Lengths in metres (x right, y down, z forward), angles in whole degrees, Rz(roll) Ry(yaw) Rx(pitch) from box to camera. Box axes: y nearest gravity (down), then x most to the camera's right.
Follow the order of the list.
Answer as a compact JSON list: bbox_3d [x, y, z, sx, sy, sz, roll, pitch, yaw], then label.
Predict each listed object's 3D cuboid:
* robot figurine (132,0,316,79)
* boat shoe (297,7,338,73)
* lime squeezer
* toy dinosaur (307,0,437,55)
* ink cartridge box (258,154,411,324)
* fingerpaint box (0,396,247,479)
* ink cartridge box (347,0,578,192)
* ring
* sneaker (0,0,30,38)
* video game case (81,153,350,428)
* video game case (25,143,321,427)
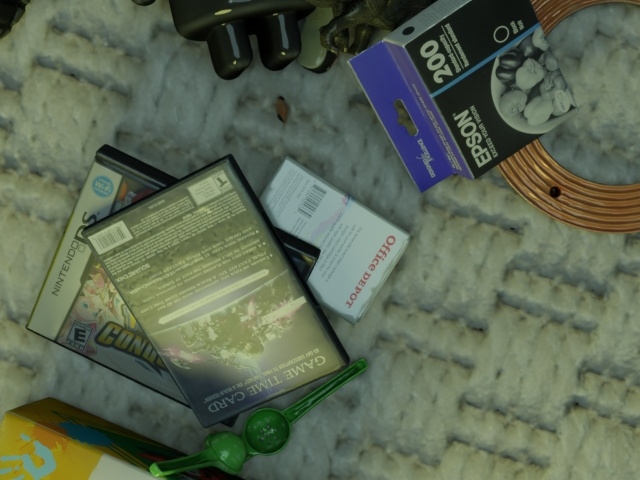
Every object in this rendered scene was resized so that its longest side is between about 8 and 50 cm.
[{"bbox_3d":[-0.098,-0.328,1.339,0.174,0.209,0.278,-11,92,38],"label":"robot figurine"},{"bbox_3d":[0.010,-0.263,1.412,0.049,0.042,0.133,19,90,20],"label":"boat shoe"},{"bbox_3d":[-0.077,0.227,1.366,0.310,0.110,0.058,-21,83,-37],"label":"lime squeezer"},{"bbox_3d":[0.063,-0.283,1.339,0.314,0.121,0.160,8,103,-41],"label":"toy dinosaur"},{"bbox_3d":[0.000,0.000,1.398,0.175,0.072,0.127,33,91,-2],"label":"ink cartridge box"},{"bbox_3d":[-0.246,0.454,1.338,0.371,0.163,0.444,21,91,6],"label":"fingerpaint box"},{"bbox_3d":[0.165,-0.173,1.338,0.208,0.045,0.206,-33,124,0],"label":"ink cartridge box"},{"bbox_3d":[0.354,-0.175,1.427,0.337,0.032,0.336,0,91,-1],"label":"ring"},{"bbox_3d":[-0.393,-0.365,1.387,0.106,0.101,0.267,8,92,20],"label":"sneaker"},{"bbox_3d":[-0.116,0.063,1.333,0.196,0.026,0.274,-25,106,16],"label":"video game case"},{"bbox_3d":[-0.174,0.057,1.371,0.275,0.035,0.248,26,112,-1],"label":"video game case"}]
